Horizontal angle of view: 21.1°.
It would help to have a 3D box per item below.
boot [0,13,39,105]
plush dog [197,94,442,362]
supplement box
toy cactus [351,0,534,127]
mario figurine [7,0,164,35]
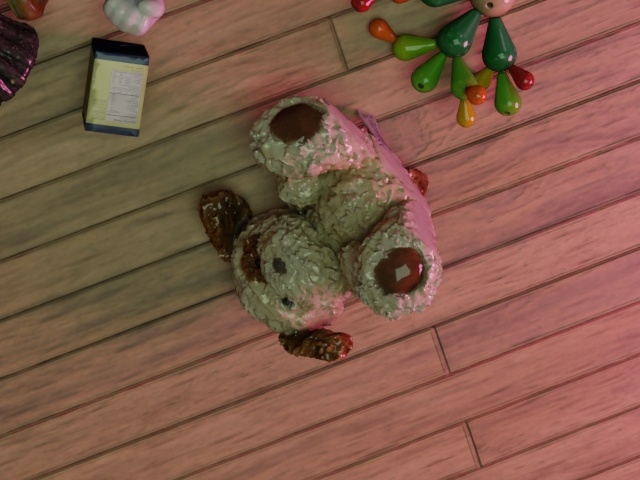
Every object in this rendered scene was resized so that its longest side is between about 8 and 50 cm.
[{"bbox_3d":[-0.357,-0.226,1.585,0.260,0.348,0.131,42,62,-30],"label":"boot"},{"bbox_3d":[0.000,0.000,1.818,0.225,0.210,0.262,-39,81,17],"label":"plush dog"},{"bbox_3d":[-0.210,-0.157,1.759,0.056,0.083,0.083,7,105,-12],"label":"supplement box"},{"bbox_3d":[0.155,-0.232,1.802,0.219,0.112,0.180,40,87,-10],"label":"toy cactus"},{"bbox_3d":[-0.174,-0.329,1.664,0.320,0.170,0.198,-22,144,5],"label":"mario figurine"}]
